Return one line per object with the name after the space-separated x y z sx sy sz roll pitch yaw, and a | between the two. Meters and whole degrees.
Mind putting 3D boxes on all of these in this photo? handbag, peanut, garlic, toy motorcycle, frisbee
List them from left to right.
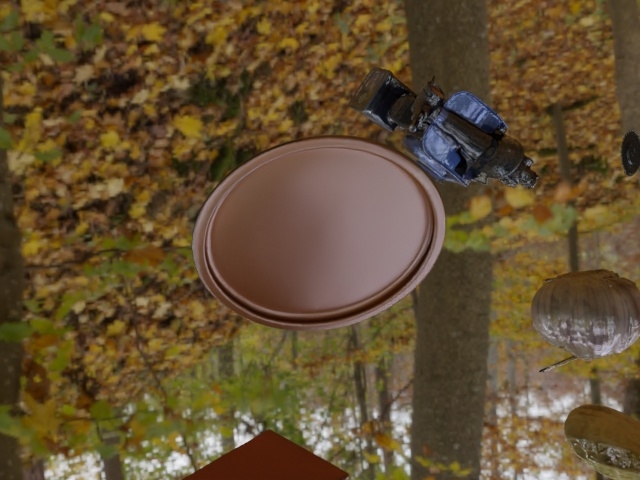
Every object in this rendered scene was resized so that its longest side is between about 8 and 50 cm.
-0.077 0.277 0.773 0.127 0.063 0.190 18 -155 38 | handbag
0.000 0.000 0.730 0.250 0.251 0.021 -6 -138 -7 | frisbee
0.180 -0.167 1.130 0.212 0.125 0.358 31 -175 -24 | toy motorcycle
0.505 0.148 1.482 0.207 0.207 0.257 -7 151 -20 | garlic
0.552 0.376 1.275 0.274 0.125 0.111 23 -135 29 | peanut

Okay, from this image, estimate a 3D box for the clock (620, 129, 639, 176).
0.547 -0.155 1.311 0.010 0.083 0.074 13 -123 47 | clock
